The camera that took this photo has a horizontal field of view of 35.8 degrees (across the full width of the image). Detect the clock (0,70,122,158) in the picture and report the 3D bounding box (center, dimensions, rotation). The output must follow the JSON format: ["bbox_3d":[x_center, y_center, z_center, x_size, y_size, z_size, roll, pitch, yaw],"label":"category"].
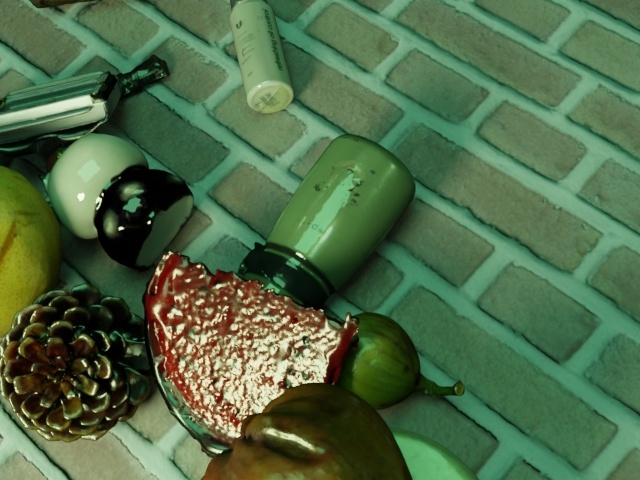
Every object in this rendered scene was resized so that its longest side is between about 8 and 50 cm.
[{"bbox_3d":[-0.493,-0.231,1.816,0.253,0.083,0.186,-12,24,3],"label":"clock"}]

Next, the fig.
[{"bbox_3d":[0.099,0.187,1.502,0.186,0.148,0.142,20,43,-20],"label":"fig"}]

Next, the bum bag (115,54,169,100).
[{"bbox_3d":[-0.354,-0.316,1.917,0.125,0.034,0.057,-29,73,-7],"label":"bum bag"}]

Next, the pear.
[{"bbox_3d":[-0.573,0.019,1.594,0.315,0.314,0.314,-4,59,7],"label":"pear"}]

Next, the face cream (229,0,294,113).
[{"bbox_3d":[-0.122,-0.386,1.889,0.092,0.092,0.311,-15,58,1],"label":"face cream"}]

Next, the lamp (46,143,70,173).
[{"bbox_3d":[-0.447,-0.135,1.795,0.101,0.090,0.101,-3,59,6],"label":"lamp"}]

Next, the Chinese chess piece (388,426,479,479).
[{"bbox_3d":[0.076,0.429,1.347,0.350,0.146,0.349,-4,60,7],"label":"Chinese chess piece"}]

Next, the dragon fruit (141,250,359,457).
[{"bbox_3d":[-0.122,0.184,1.481,0.344,0.100,0.282,22,93,18],"label":"dragon fruit"}]

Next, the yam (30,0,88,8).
[{"bbox_3d":[-0.464,-0.550,2.024,0.280,0.131,0.131,-10,59,4],"label":"yam"}]

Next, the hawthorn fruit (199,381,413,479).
[{"bbox_3d":[0.001,0.334,1.190,0.277,0.277,0.298,-40,91,-14],"label":"hawthorn fruit"}]

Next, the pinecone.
[{"bbox_3d":[-0.367,0.186,1.489,0.247,0.292,0.246,0,88,-8],"label":"pinecone"}]

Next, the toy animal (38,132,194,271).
[{"bbox_3d":[-0.349,-0.076,1.686,0.235,0.165,0.187,32,73,14],"label":"toy animal"}]

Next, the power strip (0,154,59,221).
[{"bbox_3d":[-0.588,-0.092,1.815,0.168,0.054,0.253,-40,62,-15],"label":"power strip"}]

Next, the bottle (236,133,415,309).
[{"bbox_3d":[-0.002,0.000,1.604,0.169,0.168,0.347,30,73,24],"label":"bottle"}]
